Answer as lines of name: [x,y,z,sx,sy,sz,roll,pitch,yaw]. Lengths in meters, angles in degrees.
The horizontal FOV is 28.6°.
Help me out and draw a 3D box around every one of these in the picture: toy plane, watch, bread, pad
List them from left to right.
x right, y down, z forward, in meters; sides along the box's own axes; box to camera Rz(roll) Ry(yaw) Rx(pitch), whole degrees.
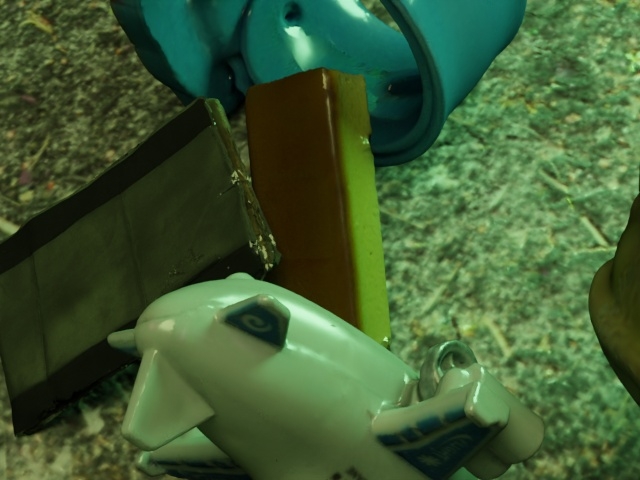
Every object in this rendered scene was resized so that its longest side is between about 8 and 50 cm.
pad: [-0.145,0.013,0.891,0.233,0.022,0.174,-32,53,16]
toy plane: [-0.004,0.108,0.724,0.266,0.267,0.123,6,60,12]
bread: [0.000,0.000,0.857,0.088,0.049,0.226,-7,87,42]
watch: [0.003,-0.215,0.914,0.274,0.305,0.241,23,61,31]

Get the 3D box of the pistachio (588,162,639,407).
pistachio: [0.376,0.045,0.691,0.445,0.282,0.365,12,30,7]
